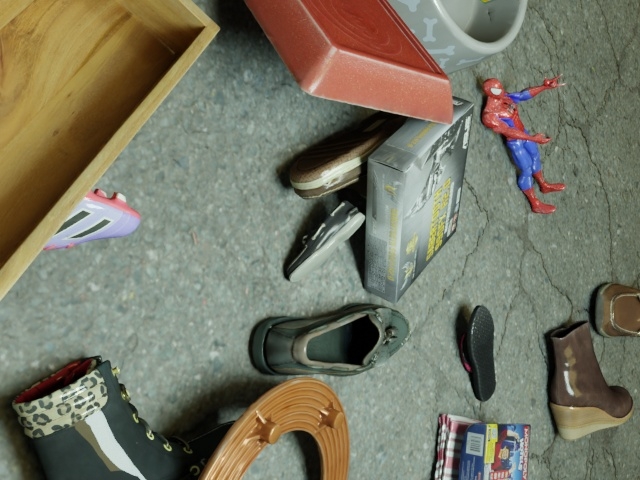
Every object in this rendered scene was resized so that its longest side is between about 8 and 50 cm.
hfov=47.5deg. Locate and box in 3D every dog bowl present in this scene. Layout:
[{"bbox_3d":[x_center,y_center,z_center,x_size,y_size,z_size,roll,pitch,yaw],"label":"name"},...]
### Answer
[{"bbox_3d":[0.199,-0.429,1.112,0.348,0.102,0.349,4,84,-44],"label":"dog bowl"}]

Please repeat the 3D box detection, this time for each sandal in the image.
[{"bbox_3d":[0.252,0.184,1.181,0.067,0.040,0.179,-33,125,-35],"label":"sandal"}]

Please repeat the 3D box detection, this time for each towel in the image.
[{"bbox_3d":[0.220,0.379,1.142,0.144,0.029,0.197,24,71,-44],"label":"towel"}]

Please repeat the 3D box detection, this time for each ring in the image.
[{"bbox_3d":[-0.047,0.318,0.802,0.336,0.032,0.337,-29,125,-52],"label":"ring"}]

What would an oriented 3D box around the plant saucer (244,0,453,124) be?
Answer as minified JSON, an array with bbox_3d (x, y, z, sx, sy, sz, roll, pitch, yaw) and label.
[{"bbox_3d":[0.030,-0.257,0.867,0.259,0.048,0.258,1,49,-43],"label":"plant saucer"}]

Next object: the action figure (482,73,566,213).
[{"bbox_3d":[0.378,-0.175,1.256,0.280,0.139,0.091,50,55,-28],"label":"action figure"}]

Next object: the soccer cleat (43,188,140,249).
[{"bbox_3d":[-0.279,-0.020,0.635,0.248,0.083,0.095,12,90,-42],"label":"soccer cleat"}]

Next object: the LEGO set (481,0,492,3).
[{"bbox_3d":[0.238,-0.479,0.946,0.331,0.192,0.255,27,69,-40],"label":"LEGO set"}]

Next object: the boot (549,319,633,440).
[{"bbox_3d":[0.529,0.256,1.408,0.248,0.090,0.207,-10,97,-41],"label":"boot"}]

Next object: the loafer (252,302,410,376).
[{"bbox_3d":[0.038,0.133,0.931,0.267,0.084,0.096,-1,88,-45],"label":"loafer"}]

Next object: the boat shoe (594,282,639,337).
[{"bbox_3d":[0.693,0.152,1.558,0.324,0.116,0.123,5,84,-45],"label":"boat shoe"}]

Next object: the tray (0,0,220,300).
[{"bbox_3d":[-0.259,-0.116,0.580,0.203,0.076,0.411,41,47,-18],"label":"tray"}]

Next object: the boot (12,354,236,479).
[{"bbox_3d":[-0.174,0.191,0.721,0.236,0.085,0.179,-26,103,-44],"label":"boot"}]

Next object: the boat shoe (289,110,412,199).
[{"bbox_3d":[0.063,-0.098,0.966,0.257,0.095,0.095,-35,118,-41],"label":"boat shoe"}]

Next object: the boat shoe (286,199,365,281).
[{"bbox_3d":[0.000,0.000,0.919,0.125,0.038,0.046,-44,164,-3],"label":"boat shoe"}]

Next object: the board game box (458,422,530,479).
[{"bbox_3d":[0.276,0.382,1.138,0.194,0.060,0.194,17,76,-48],"label":"board game box"}]

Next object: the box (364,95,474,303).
[{"bbox_3d":[0.131,-0.056,0.982,0.183,0.056,0.231,-45,147,-38],"label":"box"}]
